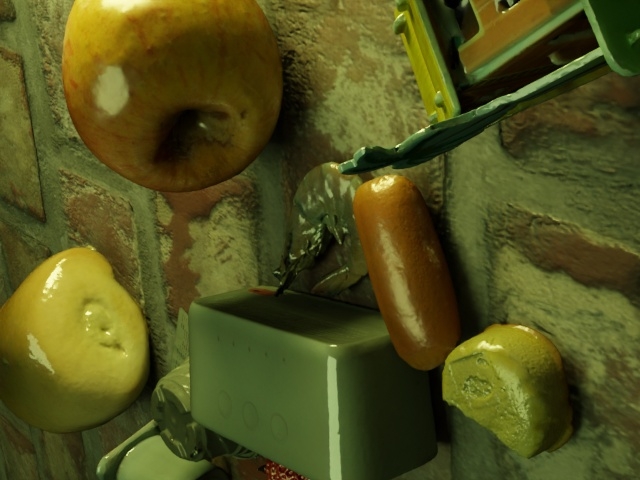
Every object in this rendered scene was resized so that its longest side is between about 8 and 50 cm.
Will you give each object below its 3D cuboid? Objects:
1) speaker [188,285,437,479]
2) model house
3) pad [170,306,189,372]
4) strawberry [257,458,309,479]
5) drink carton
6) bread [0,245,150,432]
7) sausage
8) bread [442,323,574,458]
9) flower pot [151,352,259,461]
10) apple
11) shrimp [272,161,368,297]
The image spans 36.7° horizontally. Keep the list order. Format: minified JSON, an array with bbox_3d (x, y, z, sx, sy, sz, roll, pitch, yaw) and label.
[{"bbox_3d":[-0.027,0.185,1.335,0.406,0.183,0.184,9,108,52],"label":"speaker"},{"bbox_3d":[0.116,-0.220,0.819,0.324,0.340,0.300,-30,79,58],"label":"model house"},{"bbox_3d":[-0.237,0.265,1.796,0.159,0.009,0.265,44,137,33],"label":"pad"},{"bbox_3d":[-0.010,0.360,1.440,0.148,0.131,0.131,38,134,48],"label":"strawberry"},{"bbox_3d":[-0.273,0.464,1.808,0.190,0.185,0.191,14,126,35],"label":"drink carton"},{"bbox_3d":[-0.526,0.223,1.957,0.376,0.253,0.347,-28,87,56],"label":"bread"},{"bbox_3d":[0.107,0.038,1.155,0.098,0.098,0.238,-24,79,55],"label":"sausage"},{"bbox_3d":[0.214,0.160,1.079,0.156,0.086,0.125,38,128,35],"label":"bread"},{"bbox_3d":[-0.194,0.284,1.629,0.235,0.141,0.235,25,125,42],"label":"flower pot"},{"bbox_3d":[-0.201,-0.228,1.285,0.275,0.299,0.299,57,144,38],"label":"apple"},{"bbox_3d":[0.013,0.008,1.303,0.145,0.059,0.254,37,129,25],"label":"shrimp"}]
